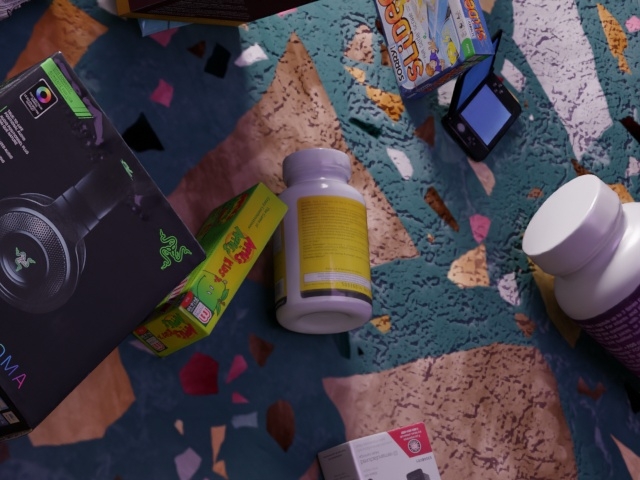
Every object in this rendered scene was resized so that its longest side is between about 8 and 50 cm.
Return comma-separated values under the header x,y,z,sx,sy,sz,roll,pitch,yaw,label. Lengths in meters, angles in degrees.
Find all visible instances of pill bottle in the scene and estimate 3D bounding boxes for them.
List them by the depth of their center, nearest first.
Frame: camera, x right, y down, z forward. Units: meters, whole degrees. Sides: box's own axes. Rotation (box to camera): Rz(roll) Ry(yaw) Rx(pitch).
x,y,z,sx,sy,sz,roll,pitch,yaw,label
0.000,0.000,1.706,0.103,0.103,0.184,11,66,-33,pill bottle
0.390,0.061,1.933,0.301,0.169,0.169,40,53,-18,pill bottle

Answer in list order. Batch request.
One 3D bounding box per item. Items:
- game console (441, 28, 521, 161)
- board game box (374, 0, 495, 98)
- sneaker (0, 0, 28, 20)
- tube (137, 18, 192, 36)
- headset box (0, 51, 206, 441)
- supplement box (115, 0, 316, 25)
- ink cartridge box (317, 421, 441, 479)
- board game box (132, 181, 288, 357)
x,y,z,sx,sy,sz,roll,pitch,yaw,label
0.206,-0.176,1.955,0.107,0.071,0.122,49,51,-10,game console
0.123,-0.285,1.895,0.035,0.136,0.201,-6,75,-39,board game box
-0.326,-0.253,1.591,0.225,0.088,0.092,-5,95,-38,sneaker
-0.199,-0.324,1.728,0.080,0.052,0.207,-23,92,-38,tube
-0.275,0.003,1.466,0.246,0.131,0.283,56,49,-14,headset box
-0.086,-0.312,1.674,0.191,0.194,0.129,-4,85,-51,supplement box
0.074,0.277,1.675,0.109,0.063,0.150,-9,77,-39,ink cartridge box
-0.110,0.029,1.619,0.043,0.092,0.181,43,52,-17,board game box
